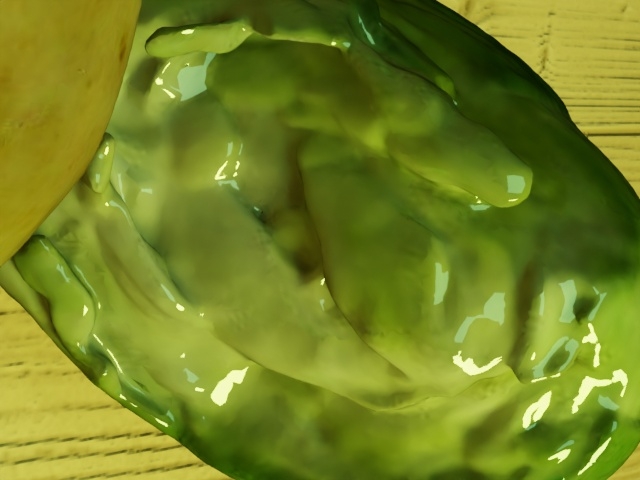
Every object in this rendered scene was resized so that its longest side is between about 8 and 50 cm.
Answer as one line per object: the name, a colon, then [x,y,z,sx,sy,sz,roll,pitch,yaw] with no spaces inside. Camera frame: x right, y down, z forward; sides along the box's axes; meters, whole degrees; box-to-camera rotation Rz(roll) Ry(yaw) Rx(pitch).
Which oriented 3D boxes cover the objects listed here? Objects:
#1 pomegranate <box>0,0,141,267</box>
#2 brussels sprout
pomegranate: [-0.232,-0.117,0.554,0.338,0.338,0.338,-12,106,-47]
brussels sprout: [0.000,0.000,0.838,0.371,0.315,0.276,30,102,-12]
